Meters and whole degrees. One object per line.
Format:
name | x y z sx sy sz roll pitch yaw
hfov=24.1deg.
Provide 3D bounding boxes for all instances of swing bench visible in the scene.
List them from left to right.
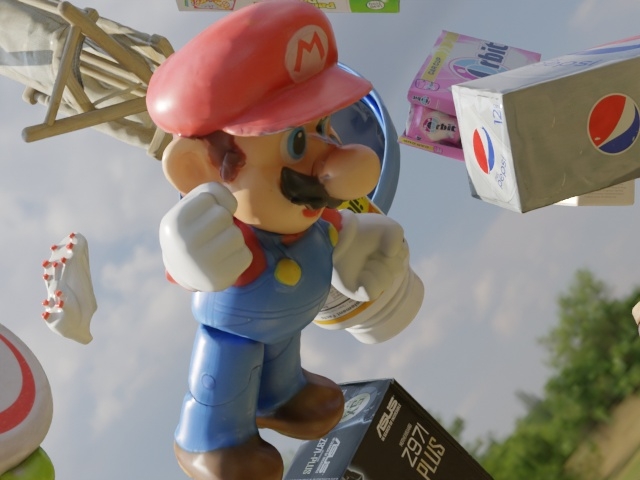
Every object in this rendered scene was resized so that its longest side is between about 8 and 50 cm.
swing bench | -0.331 -0.222 1.828 0.254 0.253 0.165 4 -74 -58

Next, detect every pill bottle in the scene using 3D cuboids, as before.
pill bottle | 0.000 0.000 1.347 0.117 0.117 0.215 -49 -57 -6

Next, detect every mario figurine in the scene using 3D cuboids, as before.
mario figurine | -0.016 0.011 0.905 0.198 0.170 0.321 -103 12 -58

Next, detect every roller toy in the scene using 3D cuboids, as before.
roller toy | -0.330 0.153 1.227 0.191 0.209 0.146 12 -54 -31

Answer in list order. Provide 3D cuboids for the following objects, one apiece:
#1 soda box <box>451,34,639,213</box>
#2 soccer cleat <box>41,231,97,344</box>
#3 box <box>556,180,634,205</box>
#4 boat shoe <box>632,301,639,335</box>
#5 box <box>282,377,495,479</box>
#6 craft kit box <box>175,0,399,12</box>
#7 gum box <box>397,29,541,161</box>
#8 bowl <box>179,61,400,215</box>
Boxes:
soda box | 0.255 -0.110 1.193 0.286 0.098 0.091 -17 15 -17
soccer cleat | -0.343 0.067 2.074 0.068 0.076 0.196 -32 34 21
box | 0.311 -0.128 1.840 0.091 0.171 0.130 -1 2 -29
boat shoe | 0.328 0.040 1.154 0.073 0.073 0.207 5 -35 -30
box | 0.041 0.225 1.190 0.077 0.147 0.180 -12 39 49
craft kit box | -0.032 -0.371 1.655 0.061 0.246 0.250 76 -164 -67
gum box | 0.149 -0.139 1.484 0.188 0.107 0.062 -60 -17 -60
bowl | -0.047 -0.105 2.407 0.391 0.391 0.077 -52 -37 4
